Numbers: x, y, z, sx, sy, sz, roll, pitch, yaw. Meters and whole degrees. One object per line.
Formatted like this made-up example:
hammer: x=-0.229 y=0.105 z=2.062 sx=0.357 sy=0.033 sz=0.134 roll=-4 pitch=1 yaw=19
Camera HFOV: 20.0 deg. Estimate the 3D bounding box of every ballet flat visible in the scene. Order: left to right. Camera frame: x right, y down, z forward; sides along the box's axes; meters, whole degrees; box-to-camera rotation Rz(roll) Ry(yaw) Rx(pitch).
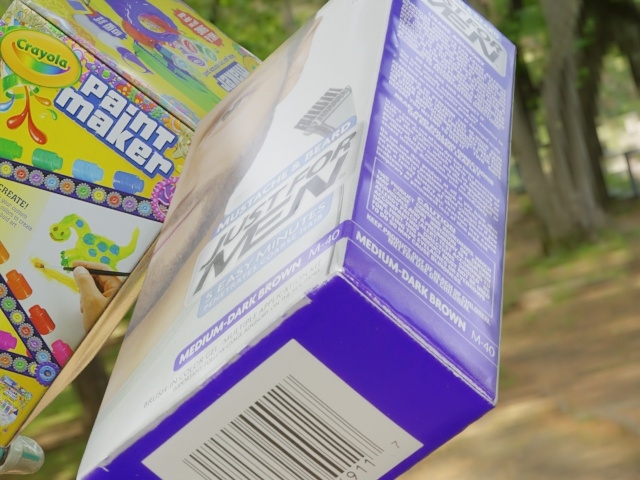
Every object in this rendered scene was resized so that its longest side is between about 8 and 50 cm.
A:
ballet flat: x=-0.323 y=0.207 z=1.762 sx=0.052 sy=0.057 sz=0.168 roll=20 pitch=-9 yaw=-34

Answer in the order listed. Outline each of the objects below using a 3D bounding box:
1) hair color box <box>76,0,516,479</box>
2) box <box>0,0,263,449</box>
hair color box: x=0.000 y=0.000 z=0.946 sx=0.185 sy=0.110 sz=0.339 roll=-40 pitch=19 yaw=27
box: x=-0.190 y=-0.040 z=1.377 sx=0.279 sy=0.177 sz=0.290 roll=-52 pitch=1 yaw=16
